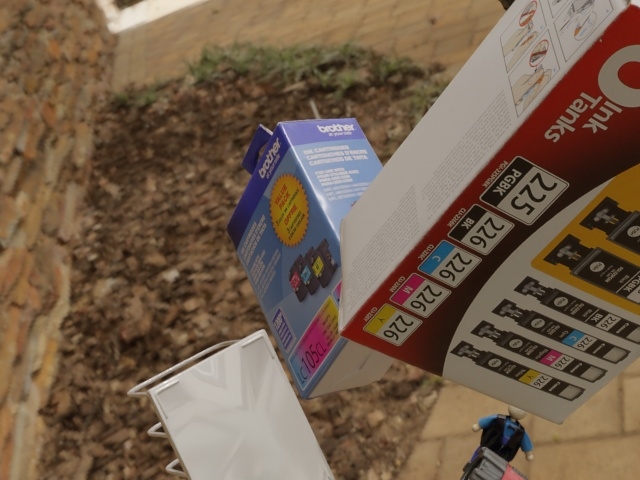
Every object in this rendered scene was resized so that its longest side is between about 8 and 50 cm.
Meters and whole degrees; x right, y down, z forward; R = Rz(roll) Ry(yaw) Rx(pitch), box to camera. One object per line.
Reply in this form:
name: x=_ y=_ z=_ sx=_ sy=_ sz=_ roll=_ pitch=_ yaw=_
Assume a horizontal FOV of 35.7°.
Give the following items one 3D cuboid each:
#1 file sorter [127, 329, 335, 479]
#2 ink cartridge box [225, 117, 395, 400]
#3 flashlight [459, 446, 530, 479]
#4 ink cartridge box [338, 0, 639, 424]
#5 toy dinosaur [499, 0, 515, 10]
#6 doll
file sorter: x=-0.135 y=0.303 z=1.471 sx=0.193 sy=0.278 sz=0.173 roll=-27 pitch=4 yaw=-27
ink cartridge box: x=0.000 y=0.000 z=1.514 sx=0.151 sy=0.270 sz=0.395 roll=-6 pitch=55 yaw=-31
flashlight: x=0.369 y=0.474 z=1.662 sx=0.103 sy=0.304 sz=0.103 roll=-49 pitch=-5 yaw=-37
ink cartridge box: x=0.205 y=-0.020 z=0.700 sx=0.309 sy=0.271 sz=0.130 roll=-53 pitch=23 yaw=37
toy dinosaur: x=0.291 y=-0.355 z=1.365 sx=0.121 sy=0.314 sz=0.160 roll=-27 pitch=35 yaw=-19
doll: x=0.333 y=0.380 z=1.831 sx=0.046 sy=0.129 sz=0.189 roll=-129 pitch=63 yaw=-88
